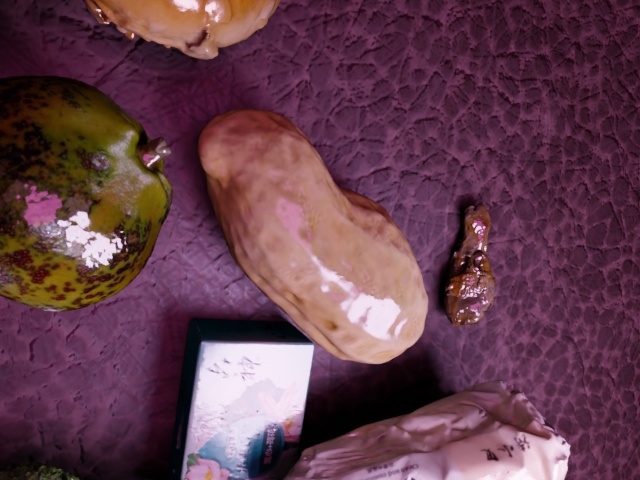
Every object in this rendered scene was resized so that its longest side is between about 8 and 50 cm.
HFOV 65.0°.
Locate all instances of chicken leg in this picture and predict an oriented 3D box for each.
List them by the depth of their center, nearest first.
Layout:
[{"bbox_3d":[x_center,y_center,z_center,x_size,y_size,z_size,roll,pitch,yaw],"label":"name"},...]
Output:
[{"bbox_3d":[0.241,0.038,0.799,0.084,0.069,0.198,5,89,0],"label":"chicken leg"}]

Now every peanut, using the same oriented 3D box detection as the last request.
[{"bbox_3d":[0.000,0.000,0.628,0.387,0.169,0.192,48,63,-21],"label":"peanut"}]

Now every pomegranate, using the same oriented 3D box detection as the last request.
[{"bbox_3d":[-0.277,-0.024,0.504,0.204,0.222,0.276,23,122,-32],"label":"pomegranate"}]

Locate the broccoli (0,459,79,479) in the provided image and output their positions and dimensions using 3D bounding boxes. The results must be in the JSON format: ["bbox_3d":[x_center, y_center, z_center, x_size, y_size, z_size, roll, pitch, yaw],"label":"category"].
[{"bbox_3d":[-0.291,0.422,0.487,0.413,0.321,0.310,-15,121,-10],"label":"broccoli"}]

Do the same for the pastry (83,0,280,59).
[{"bbox_3d":[-0.154,-0.346,0.496,0.284,0.184,0.316,6,92,-45],"label":"pastry"}]

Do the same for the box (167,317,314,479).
[{"bbox_3d":[-0.108,0.235,0.659,0.153,0.092,0.245,6,96,-24],"label":"box"}]

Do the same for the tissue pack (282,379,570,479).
[{"bbox_3d":[0.139,0.384,0.709,0.375,0.195,0.390,-18,125,-5],"label":"tissue pack"}]
